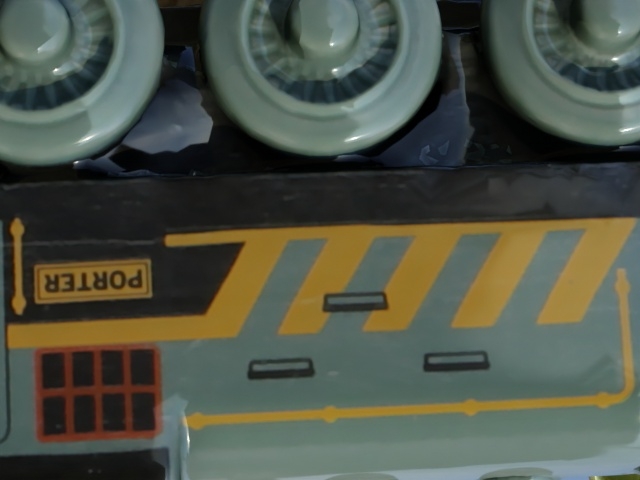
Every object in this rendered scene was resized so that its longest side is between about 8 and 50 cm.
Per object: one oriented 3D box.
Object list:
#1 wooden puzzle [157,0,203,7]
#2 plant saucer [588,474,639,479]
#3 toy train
[{"bbox_3d":[-0.022,-0.159,0.799,0.348,0.080,0.322,58,-45,40],"label":"wooden puzzle"},{"bbox_3d":[0.283,0.120,1.100,0.188,0.188,0.045,-48,-161,8],"label":"plant saucer"},{"bbox_3d":[0.000,0.000,0.589,0.142,0.334,0.190,113,-25,-80],"label":"toy train"}]
